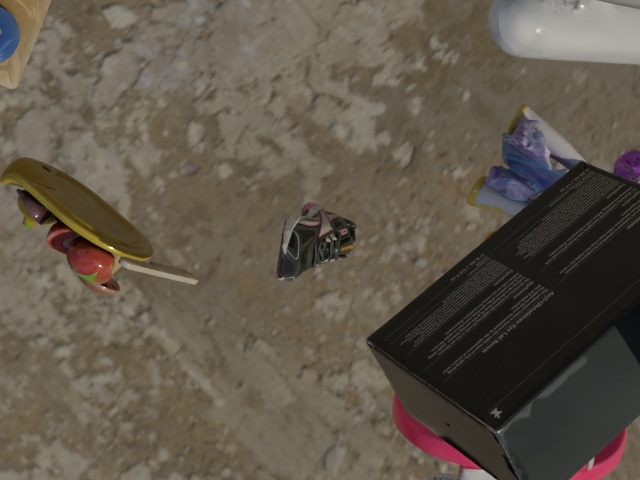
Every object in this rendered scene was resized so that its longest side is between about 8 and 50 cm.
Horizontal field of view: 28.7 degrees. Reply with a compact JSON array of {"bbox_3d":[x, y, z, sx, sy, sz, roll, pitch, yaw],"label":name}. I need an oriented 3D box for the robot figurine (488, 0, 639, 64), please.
[{"bbox_3d":[0.198,-0.214,0.641,0.353,0.200,0.300,5,126,-30],"label":"robot figurine"}]

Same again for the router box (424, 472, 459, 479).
[{"bbox_3d":[0.173,0.426,1.667,0.335,0.301,0.082,-8,106,55],"label":"router box"}]

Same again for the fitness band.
[{"bbox_3d":[0.233,0.215,1.539,0.291,0.209,0.054,3,122,-7],"label":"fitness band"}]

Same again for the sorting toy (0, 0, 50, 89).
[{"bbox_3d":[-0.265,-0.210,0.958,0.132,0.046,0.274,23,84,-25],"label":"sorting toy"}]

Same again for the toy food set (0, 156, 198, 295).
[{"bbox_3d":[-0.244,0.002,1.265,0.218,0.128,0.071,38,101,24],"label":"toy food set"}]

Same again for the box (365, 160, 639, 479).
[{"bbox_3d":[0.199,0.068,1.036,0.261,0.184,0.103,-38,121,-14],"label":"box"}]

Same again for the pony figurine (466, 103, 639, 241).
[{"bbox_3d":[0.362,-0.007,1.498,0.363,0.303,0.351,33,158,11],"label":"pony figurine"}]

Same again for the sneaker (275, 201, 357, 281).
[{"bbox_3d":[0.000,0.000,1.529,0.077,0.178,0.072,14,117,12],"label":"sneaker"}]
